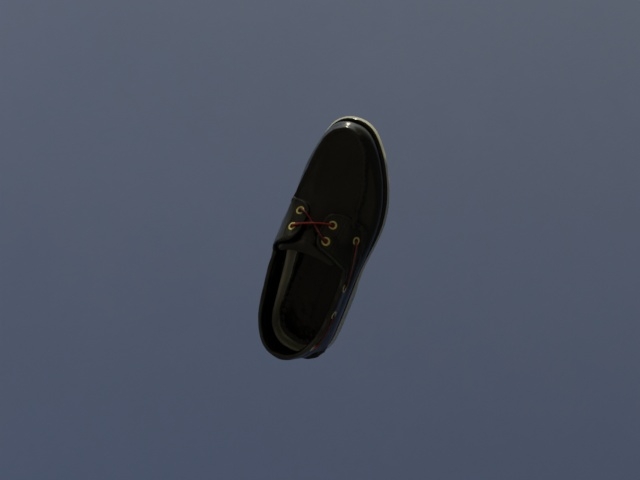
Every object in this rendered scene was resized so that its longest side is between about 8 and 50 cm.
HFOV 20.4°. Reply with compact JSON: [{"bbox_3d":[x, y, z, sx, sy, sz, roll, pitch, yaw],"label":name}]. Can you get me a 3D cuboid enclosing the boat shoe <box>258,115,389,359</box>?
[{"bbox_3d":[0.002,0.001,0.931,0.049,0.042,0.133,20,-77,18],"label":"boat shoe"}]
